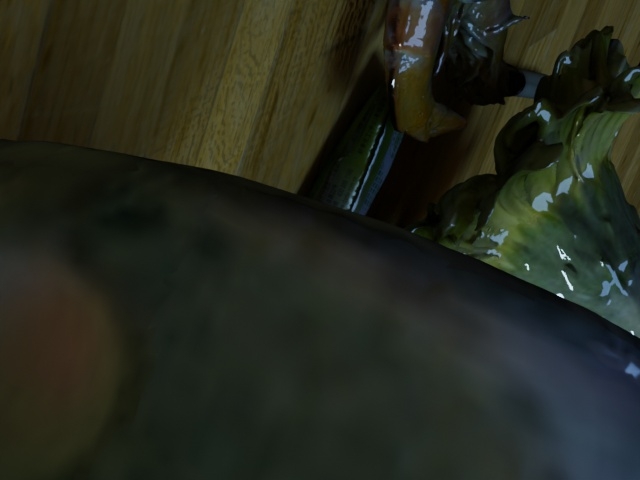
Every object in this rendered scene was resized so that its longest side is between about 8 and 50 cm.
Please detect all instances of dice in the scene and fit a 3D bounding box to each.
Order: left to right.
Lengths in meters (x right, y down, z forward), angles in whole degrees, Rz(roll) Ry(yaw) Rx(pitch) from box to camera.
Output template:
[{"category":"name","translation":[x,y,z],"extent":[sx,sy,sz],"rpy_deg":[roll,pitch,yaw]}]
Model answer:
[{"category":"dice","translation":[-0.051,0.164,0.759],"extent":[0.328,0.330,0.348],"rpy_deg":[67,46,-76]}]

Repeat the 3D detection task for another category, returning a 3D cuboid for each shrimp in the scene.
[{"category":"shrimp","translation":[0.084,-0.127,1.185],"extent":[0.150,0.068,0.248],"rpy_deg":[-67,161,-5]}]

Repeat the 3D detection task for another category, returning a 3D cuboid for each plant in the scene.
[{"category":"plant","translation":[0.185,-0.022,1.343],"extent":[0.306,0.297,0.261],"rpy_deg":[5,102,-67]}]

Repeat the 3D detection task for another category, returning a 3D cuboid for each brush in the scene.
[{"category":"brush","translation":[0.151,-0.127,1.467],"extent":[0.039,0.042,0.299],"rpy_deg":[-65,167,11]}]

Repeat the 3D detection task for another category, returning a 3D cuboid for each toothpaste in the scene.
[{"category":"toothpaste","translation":[0.000,0.000,1.209],"extent":[0.248,0.047,0.078],"rpy_deg":[-63,165,-1]}]

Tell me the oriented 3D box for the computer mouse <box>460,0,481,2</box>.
[{"category":"computer mouse","translation":[0.157,-0.242,1.126],"extent":[0.379,0.090,0.167],"rpy_deg":[-42,135,-61]}]
